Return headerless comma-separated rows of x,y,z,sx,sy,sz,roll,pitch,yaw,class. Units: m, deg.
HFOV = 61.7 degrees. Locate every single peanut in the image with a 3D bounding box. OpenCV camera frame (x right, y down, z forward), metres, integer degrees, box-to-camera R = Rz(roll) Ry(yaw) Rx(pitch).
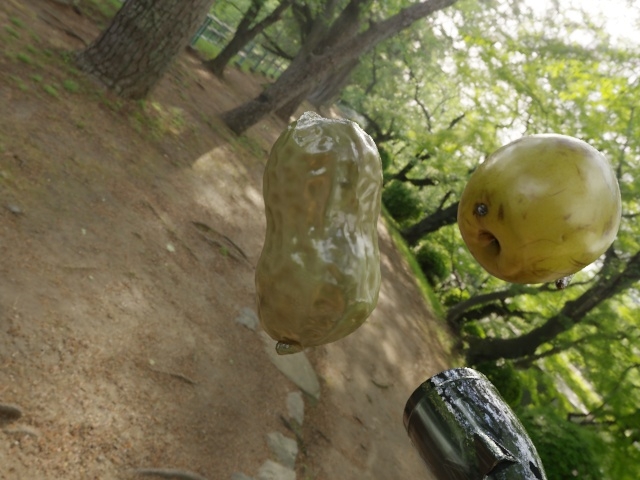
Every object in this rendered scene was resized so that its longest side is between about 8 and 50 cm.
0.006,0.006,0.616,0.143,0.290,0.159,-11,27,-43,peanut

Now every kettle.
0.340,0.484,1.110,0.324,0.229,0.320,-120,-167,-64,kettle

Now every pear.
0.378,-0.053,0.946,0.281,0.280,0.280,40,13,-11,pear

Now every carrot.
0.483,0.070,1.060,0.035,0.035,0.165,45,33,13,carrot
